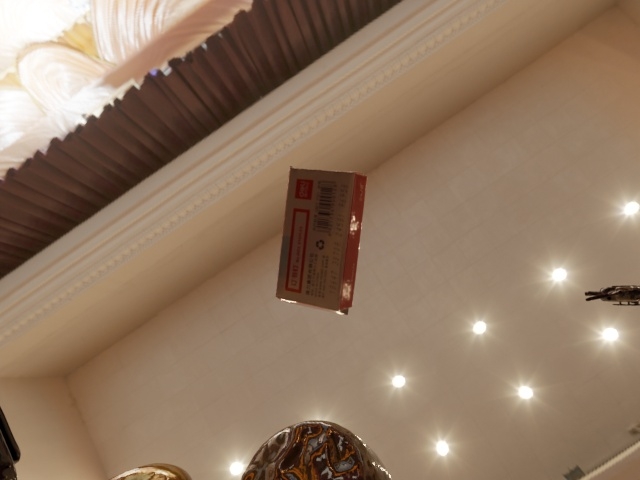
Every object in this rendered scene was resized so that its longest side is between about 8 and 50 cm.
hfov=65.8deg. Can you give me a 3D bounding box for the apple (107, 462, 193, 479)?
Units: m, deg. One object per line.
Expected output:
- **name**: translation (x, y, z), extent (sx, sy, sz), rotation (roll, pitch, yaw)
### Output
- **apple**: translation (-0.212, 0.363, 0.619), extent (0.147, 0.163, 0.146), rotation (-25, -122, -15)

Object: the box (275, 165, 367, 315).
- **box**: translation (0.000, 0.000, 0.796), extent (0.122, 0.050, 0.230), rotation (8, -86, 29)

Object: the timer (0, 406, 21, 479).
- **timer**: translation (-0.275, 0.107, 0.355), extent (0.144, 0.055, 0.188), rotation (-37, -103, 35)

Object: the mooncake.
- **mooncake**: translation (-0.014, 0.469, 0.890), extent (0.284, 0.156, 0.285), rotation (-20, -141, 18)

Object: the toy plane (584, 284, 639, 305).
- **toy plane**: translation (0.454, 0.078, 0.717), extent (0.120, 0.049, 0.031), rotation (-9, -104, 47)
